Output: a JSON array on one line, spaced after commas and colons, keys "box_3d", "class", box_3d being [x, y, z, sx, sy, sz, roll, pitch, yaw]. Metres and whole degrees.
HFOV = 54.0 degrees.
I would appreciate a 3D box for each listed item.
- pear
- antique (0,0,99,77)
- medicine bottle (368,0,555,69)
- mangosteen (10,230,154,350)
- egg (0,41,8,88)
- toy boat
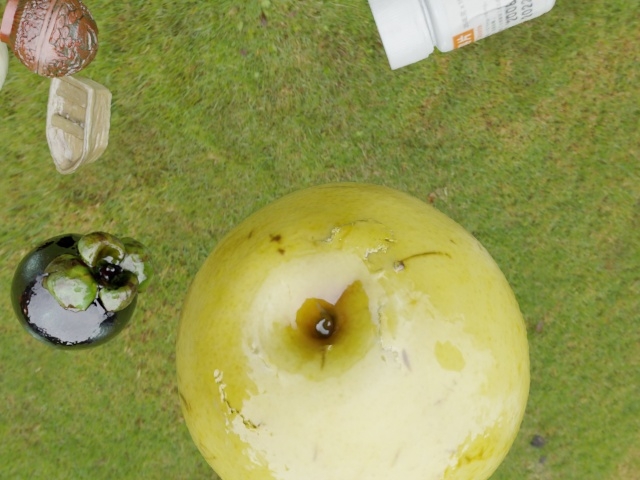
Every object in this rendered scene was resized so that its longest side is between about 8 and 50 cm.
[{"box_3d": [0.027, 0.108, 0.614, 0.348, 0.348, 0.348, -2, 113, -5], "class": "pear"}, {"box_3d": [-0.299, -0.232, 0.704, 0.104, 0.104, 0.104, -2, 113, -5], "class": "antique"}, {"box_3d": [0.298, -0.533, 1.374, 0.371, 0.211, 0.211, -20, 114, 12], "class": "medicine bottle"}, {"box_3d": [-0.415, 0.080, 1.097, 0.242, 0.243, 0.243, -2, 113, -5], "class": "mangosteen"}, {"box_3d": [-0.871, -0.420, 1.390, 0.345, 0.283, 0.283, 25, 113, 25], "class": "egg"}, {"box_3d": [-0.454, -0.214, 1.179, 0.116, 0.061, 0.188, 27, 116, 22], "class": "toy boat"}]
